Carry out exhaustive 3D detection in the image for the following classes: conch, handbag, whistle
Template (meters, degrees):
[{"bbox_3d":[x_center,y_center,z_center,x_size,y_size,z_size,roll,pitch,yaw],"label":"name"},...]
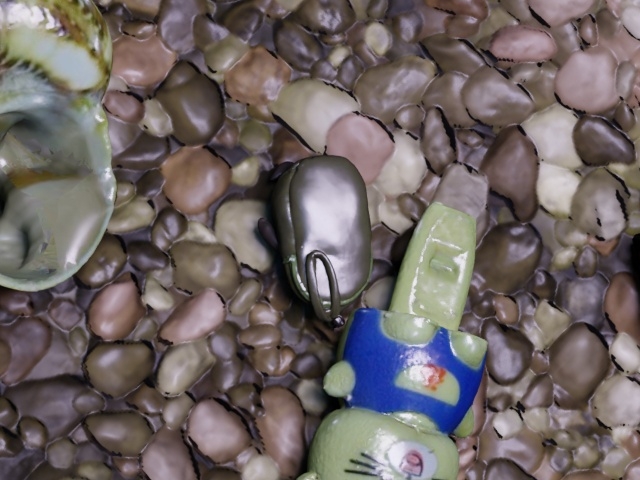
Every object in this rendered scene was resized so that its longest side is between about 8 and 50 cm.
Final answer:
[{"bbox_3d":[-0.192,-0.077,0.979,0.181,0.124,0.187,-45,113,-21],"label":"conch"},{"bbox_3d":[0.000,0.000,1.027,0.072,0.047,0.111,-6,82,-15],"label":"handbag"},{"bbox_3d":[0.054,0.087,1.002,0.105,0.085,0.227,21,79,-18],"label":"whistle"}]

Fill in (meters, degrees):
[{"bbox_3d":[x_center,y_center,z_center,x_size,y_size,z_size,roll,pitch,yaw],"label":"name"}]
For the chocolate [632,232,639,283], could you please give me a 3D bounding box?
[{"bbox_3d":[0.282,0.033,1.036,0.149,0.125,0.080,-4,98,-13],"label":"chocolate"}]
